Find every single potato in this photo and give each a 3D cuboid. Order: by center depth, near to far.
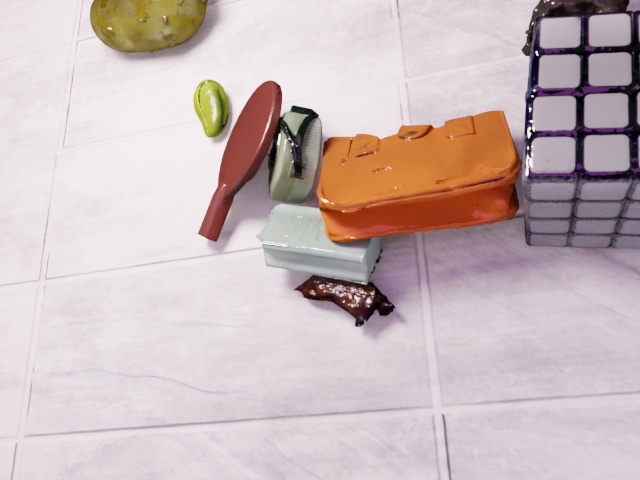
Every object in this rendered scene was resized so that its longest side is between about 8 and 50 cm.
[{"bbox_3d":[-0.485,-0.653,1.728,0.359,0.219,0.269,-24,55,15],"label":"potato"}]

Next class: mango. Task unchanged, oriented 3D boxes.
[{"bbox_3d":[-0.289,-0.348,1.626,0.091,0.074,0.165,-8,79,10],"label":"mango"}]

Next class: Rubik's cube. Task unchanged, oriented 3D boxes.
[{"bbox_3d":[0.561,-0.190,1.150,0.344,0.344,0.337,1,71,19],"label":"Rubik's cube"}]

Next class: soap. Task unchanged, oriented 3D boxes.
[{"bbox_3d":[0.000,0.000,1.356,0.262,0.094,0.150,9,39,19],"label":"soap"}]

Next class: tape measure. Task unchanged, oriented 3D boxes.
[{"bbox_3d":[-0.066,-0.222,1.429,0.115,0.207,0.235,8,70,-10],"label":"tape measure"}]

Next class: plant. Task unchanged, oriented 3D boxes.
[{"bbox_3d":[0.561,-0.467,1.338,0.189,0.199,0.276,23,79,19],"label":"plant"}]

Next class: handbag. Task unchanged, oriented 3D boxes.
[{"bbox_3d":[0.202,-0.145,1.301,0.411,0.116,0.303,-8,39,12],"label":"handbag"}]

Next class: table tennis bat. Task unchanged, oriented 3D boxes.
[{"bbox_3d":[-0.197,-0.194,1.479,0.268,0.051,0.414,27,94,63],"label":"table tennis bat"}]

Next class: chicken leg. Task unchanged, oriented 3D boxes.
[{"bbox_3d":[0.054,0.117,1.343,0.234,0.063,0.105,26,74,26],"label":"chicken leg"}]
